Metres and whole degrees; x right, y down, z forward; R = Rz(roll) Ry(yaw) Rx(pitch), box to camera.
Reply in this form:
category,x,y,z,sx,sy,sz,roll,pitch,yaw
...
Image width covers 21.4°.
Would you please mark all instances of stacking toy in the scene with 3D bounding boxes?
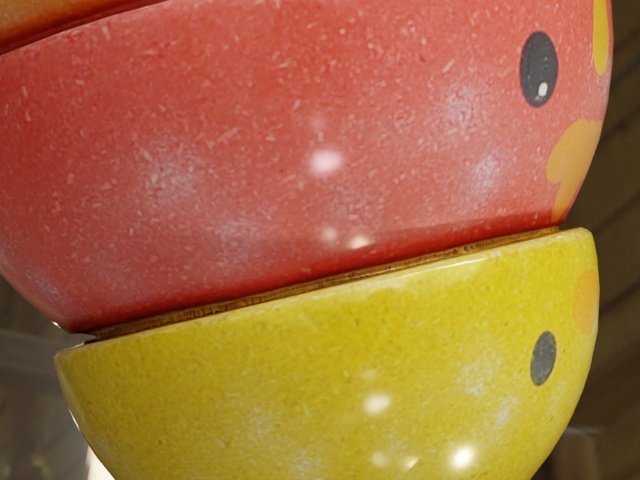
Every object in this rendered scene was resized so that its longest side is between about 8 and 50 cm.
category,x,y,z,sx,sy,sz,roll,pitch,yaw
stacking toy,0.000,0.000,0.656,0.350,0.350,0.480,-13,-88,61
